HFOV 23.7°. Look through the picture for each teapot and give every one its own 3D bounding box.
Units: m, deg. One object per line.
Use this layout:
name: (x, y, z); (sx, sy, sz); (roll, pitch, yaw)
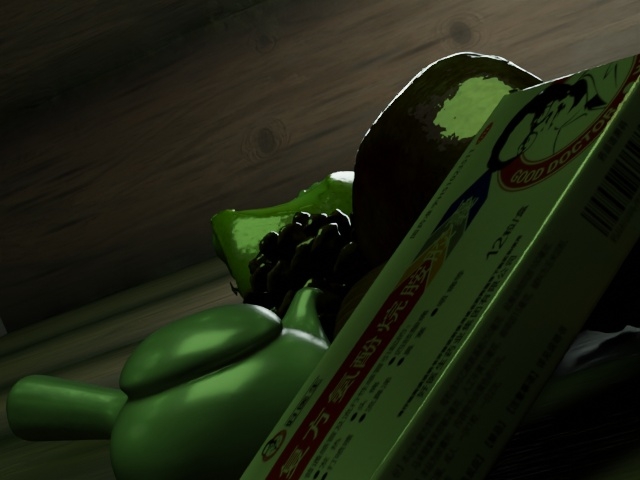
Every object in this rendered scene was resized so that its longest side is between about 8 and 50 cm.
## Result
teapot: (-0.126, 0.146, 1.245); (0.318, 0.149, 0.220); (-21, 4, 10)

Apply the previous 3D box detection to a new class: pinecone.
pinecone: (0.019, 0.052, 1.493); (0.212, 0.169, 0.185); (-5, 0, 30)

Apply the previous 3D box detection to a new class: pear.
pear: (0.000, 0.000, 2.082); (0.282, 0.176, 0.286); (-21, 6, -3)

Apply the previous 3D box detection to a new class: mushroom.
mushroom: (0.144, -0.023, 1.268); (0.283, 0.263, 0.195); (26, 40, 32)

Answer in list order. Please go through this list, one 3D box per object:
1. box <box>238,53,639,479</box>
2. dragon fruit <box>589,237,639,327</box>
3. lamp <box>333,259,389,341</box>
box: (0.095, 0.041, 0.986); (0.353, 0.069, 0.214); (-53, 14, -15)
dragon fruit: (0.261, -0.019, 1.091); (0.182, 0.182, 0.188); (-19, -24, 32)
lamp: (0.075, 0.078, 1.158); (0.136, 0.136, 0.136); (-23, 5, 2)
